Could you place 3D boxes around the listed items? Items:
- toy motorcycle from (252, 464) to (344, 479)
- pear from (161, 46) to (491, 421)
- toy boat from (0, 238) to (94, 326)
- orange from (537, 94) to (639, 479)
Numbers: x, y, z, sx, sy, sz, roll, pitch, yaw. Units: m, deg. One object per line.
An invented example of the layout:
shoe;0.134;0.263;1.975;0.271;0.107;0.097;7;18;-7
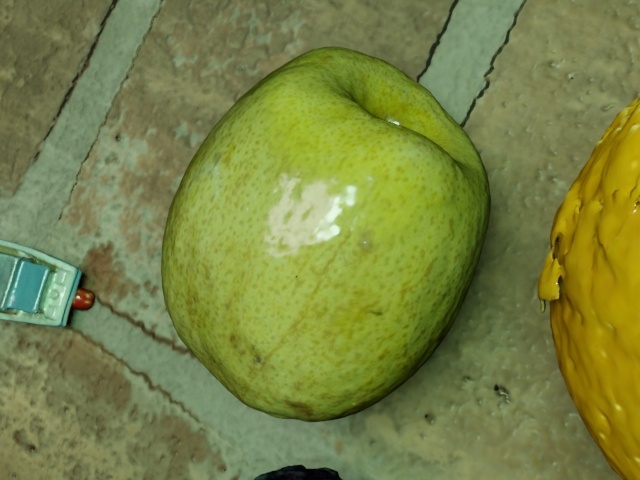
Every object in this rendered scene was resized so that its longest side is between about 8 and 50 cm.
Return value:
toy motorcycle;0.096;0.288;0.496;0.416;0.172;0.232;18;93;24
pear;0.000;0.000;0.591;0.188;0.228;0.211;30;115;-5
toy boat;-0.279;0.034;0.825;0.173;0.059;0.069;12;83;32
orange;0.270;0.013;0.364;0.340;0.340;0.293;-39;85;15
